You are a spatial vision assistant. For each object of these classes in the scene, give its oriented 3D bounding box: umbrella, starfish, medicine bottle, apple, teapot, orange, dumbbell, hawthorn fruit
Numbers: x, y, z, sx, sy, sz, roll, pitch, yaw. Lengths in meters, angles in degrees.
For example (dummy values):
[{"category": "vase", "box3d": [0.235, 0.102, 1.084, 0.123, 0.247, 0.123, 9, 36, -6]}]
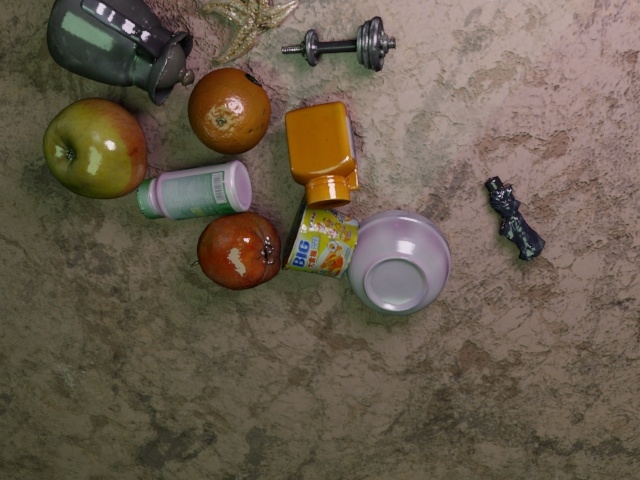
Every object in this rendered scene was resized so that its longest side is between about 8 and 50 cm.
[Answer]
[{"category": "umbrella", "box3d": [0.462, -0.054, 1.157, 0.071, 0.080, 0.224, -16, 113, 54]}, {"category": "starfish", "box3d": [-0.173, -0.508, 1.055, 0.247, 0.050, 0.138, -29, 106, 18]}, {"category": "medicine bottle", "box3d": [-0.325, -0.123, 1.217, 0.274, 0.133, 0.133, -6, 114, 12]}, {"category": "apple", "box3d": [-0.543, -0.221, 1.152, 0.261, 0.194, 0.261, 4, 100, 26]}, {"category": "teapot", "box3d": [-0.397, -0.437, 1.015, 0.285, 0.223, 0.305, 27, 153, -12]}, {"category": "orange", "box3d": [-0.207, -0.291, 1.080, 0.206, 0.206, 0.206, 4, 116, 8]}, {"category": "dumbbell", "box3d": [0.037, -0.424, 1.035, 0.254, 0.110, 0.110, 3, 116, 16]}, {"category": "medicine bottle", "box3d": [0.006, -0.190, 1.091, 0.149, 0.112, 0.222, -8, 82, 11]}, {"category": "hawthorn fruit", "box3d": [-0.236, 0.032, 1.240, 0.262, 0.210, 0.210, -6, 115, 27]}]

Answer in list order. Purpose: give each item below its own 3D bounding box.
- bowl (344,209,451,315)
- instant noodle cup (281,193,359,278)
[{"category": "bowl", "box3d": [0.194, 0.078, 1.219, 0.287, 0.144, 0.287, 4, 115, 8]}, {"category": "instant noodle cup", "box3d": [0.000, 0.000, 1.197, 0.153, 0.205, 0.205, 19, 117, -11]}]
